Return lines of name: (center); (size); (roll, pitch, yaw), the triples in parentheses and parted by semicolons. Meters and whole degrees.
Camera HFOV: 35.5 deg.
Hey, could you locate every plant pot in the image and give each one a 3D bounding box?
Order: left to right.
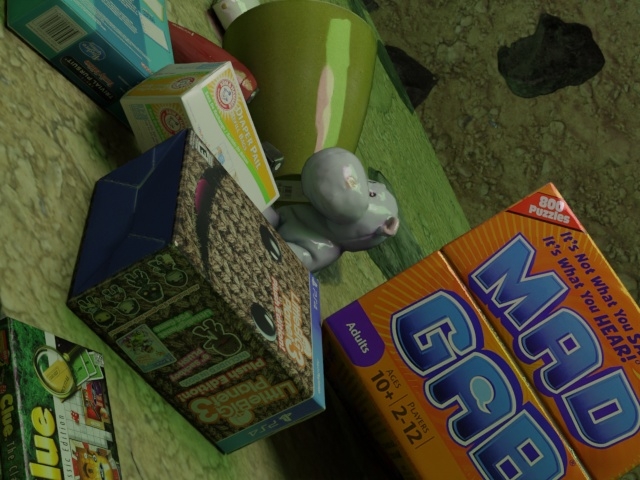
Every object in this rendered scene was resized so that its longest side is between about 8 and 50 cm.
plant pot: (-0.038, -0.207, 1.705); (0.275, 0.274, 0.294); (39, 45, -53)

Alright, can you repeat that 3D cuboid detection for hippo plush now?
hippo plush: (0.000, 0.000, 1.474); (0.294, 0.236, 0.234); (52, 20, -31)

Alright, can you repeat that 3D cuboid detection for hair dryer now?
hair dryer: (-0.176, -0.231, 1.531); (0.223, 0.080, 0.294); (4, 49, -52)

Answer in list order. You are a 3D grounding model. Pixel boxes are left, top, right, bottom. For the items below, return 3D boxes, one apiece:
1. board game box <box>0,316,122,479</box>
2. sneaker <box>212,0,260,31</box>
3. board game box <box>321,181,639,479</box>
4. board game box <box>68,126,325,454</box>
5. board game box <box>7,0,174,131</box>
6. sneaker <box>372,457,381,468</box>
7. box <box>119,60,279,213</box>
board game box: (-0.225, 0.202, 0.883); (0.136, 0.030, 0.260); (33, 34, -54)
sneaker: (-0.120, -0.441, 1.998); (0.169, 0.108, 0.292); (64, 18, -7)
board game box: (0.235, 0.197, 1.404); (0.356, 0.356, 0.356); (58, -9, 10)
board game box: (-0.131, 0.060, 1.170); (0.291, 0.141, 0.232); (51, 21, -33)
board game box: (-0.308, -0.341, 1.353); (0.254, 0.079, 0.336); (43, 26, -49)
sneaker: (0.143, 0.347, 1.608); (0.118, 0.107, 0.279); (-28, 77, -35)
box: (-0.152, -0.117, 1.286); (0.103, 0.114, 0.203); (-46, 128, -40)
